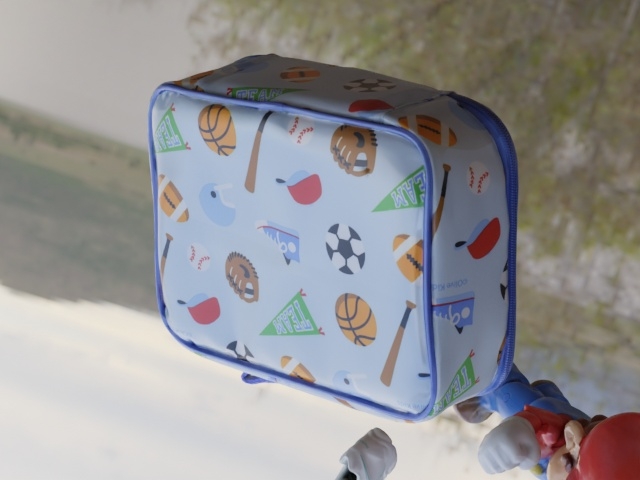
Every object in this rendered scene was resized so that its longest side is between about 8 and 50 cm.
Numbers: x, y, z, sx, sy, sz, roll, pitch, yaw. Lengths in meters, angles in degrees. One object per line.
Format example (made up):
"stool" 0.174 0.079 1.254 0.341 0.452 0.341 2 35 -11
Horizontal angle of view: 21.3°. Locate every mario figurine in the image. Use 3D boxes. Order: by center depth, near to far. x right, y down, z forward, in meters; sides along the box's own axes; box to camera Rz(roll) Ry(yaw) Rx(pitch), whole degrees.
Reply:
"mario figurine" 0.231 0.230 1.702 0.198 0.170 0.320 -7 -165 -15

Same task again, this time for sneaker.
"sneaker" 0.038 0.263 1.762 0.061 0.152 0.054 -24 -139 -34

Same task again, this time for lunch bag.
"lunch bag" 0.000 0.000 1.224 0.303 0.243 0.115 15 -153 42
